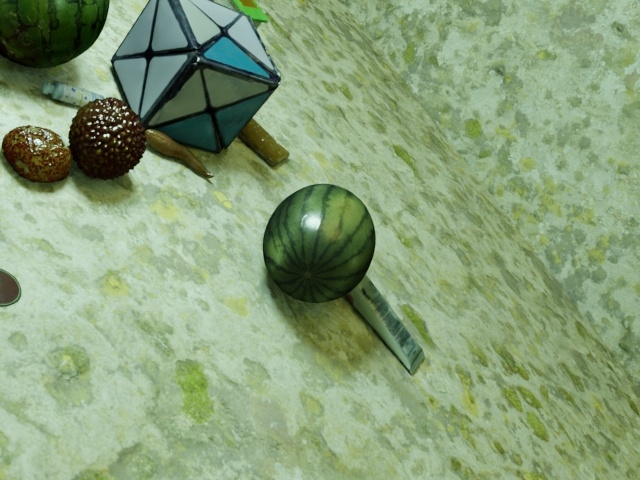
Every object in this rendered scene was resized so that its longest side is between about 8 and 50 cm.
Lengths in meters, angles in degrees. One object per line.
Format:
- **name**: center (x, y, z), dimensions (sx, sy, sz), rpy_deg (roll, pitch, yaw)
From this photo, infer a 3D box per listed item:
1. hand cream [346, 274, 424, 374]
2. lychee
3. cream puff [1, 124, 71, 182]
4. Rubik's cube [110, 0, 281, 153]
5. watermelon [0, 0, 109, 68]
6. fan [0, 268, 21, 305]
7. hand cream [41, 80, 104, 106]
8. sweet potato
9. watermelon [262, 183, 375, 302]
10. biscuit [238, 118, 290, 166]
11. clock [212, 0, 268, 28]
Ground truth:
- **hand cream**: center (0.161, 0.206, 2.003), dimensions (0.341, 0.077, 0.124), rpy_deg (53, 29, 0)
- **lychee**: center (-0.481, -0.222, 1.653), dimensions (0.188, 0.188, 0.188), rpy_deg (30, 32, -22)
- **cream puff**: center (-0.593, -0.191, 1.561), dimensions (0.149, 0.084, 0.149), rpy_deg (32, 31, -23)
- **Rubik's cube**: center (-0.333, -0.453, 1.982), dimensions (0.305, 0.307, 0.310), rpy_deg (11, 44, -46)
- **watermelon**: center (-0.659, -0.589, 1.715), dimensions (0.363, 0.363, 0.363), rpy_deg (30, 32, -22)
- **fan**: center (-0.594, 0.072, 1.303), dimensions (0.133, 0.005, 0.085), rpy_deg (26, 35, -30)
- **hand cream**: center (-0.598, -0.353, 1.805), dimensions (0.170, 0.043, 0.065), rpy_deg (11, 48, -50)
- **sweet potato**: center (-0.368, -0.225, 1.917), dimensions (0.214, 0.050, 0.050), rpy_deg (32, 31, -29)
- **watermelon**: center (0.000, 0.000, 1.843), dimensions (0.279, 0.279, 0.359), rpy_deg (40, 32, -7)
- **biscuit**: center (-0.201, -0.321, 2.258), dimensions (0.231, 0.025, 0.131), rpy_deg (44, 29, 1)
- **clock**: center (-0.324, -0.694, 2.354), dimensions (0.106, 0.255, 0.220), rpy_deg (-14, 65, -55)
